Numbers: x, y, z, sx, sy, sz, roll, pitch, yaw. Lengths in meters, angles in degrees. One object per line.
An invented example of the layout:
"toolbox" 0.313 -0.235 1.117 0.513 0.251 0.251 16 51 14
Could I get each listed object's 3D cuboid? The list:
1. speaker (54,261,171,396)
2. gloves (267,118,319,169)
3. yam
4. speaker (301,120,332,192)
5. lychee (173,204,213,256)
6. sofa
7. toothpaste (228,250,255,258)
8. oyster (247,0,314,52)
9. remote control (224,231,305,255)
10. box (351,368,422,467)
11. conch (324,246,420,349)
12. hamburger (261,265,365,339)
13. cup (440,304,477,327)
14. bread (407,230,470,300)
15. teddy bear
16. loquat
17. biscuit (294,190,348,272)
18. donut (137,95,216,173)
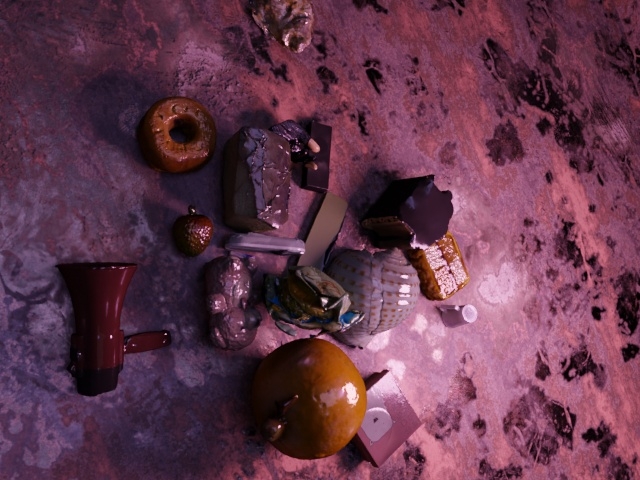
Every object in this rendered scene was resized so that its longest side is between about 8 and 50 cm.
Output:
"speaker" -0.541 0.208 1.556 0.259 0.198 0.329 -20 110 -67
"gloves" -0.079 -0.278 1.862 0.180 0.106 0.129 56 27 9
"yam" -0.179 -0.160 1.743 0.201 0.202 0.271 10 79 -27
"speaker" -0.010 -0.268 1.940 0.082 0.044 0.218 11 76 -26
"lychee" -0.355 -0.026 1.679 0.114 0.114 0.146 -1 96 -28
"sofa" 0.297 -0.076 1.996 0.182 0.200 0.258 51 62 -24
"toothpaste" -0.233 0.048 1.788 0.083 0.015 0.024 17 72 -30
"oyster" -0.113 -0.766 1.932 0.238 0.115 0.351 -14 88 -29
"remote control" -0.162 0.013 1.779 0.247 0.104 0.052 6 79 -28
"box" 0.178 0.548 1.877 0.215 0.086 0.215 -35 99 -28
"conch" 0.158 0.167 1.867 0.303 0.215 0.319 20 72 -13
"hamburger" -0.024 0.149 1.694 0.276 0.150 0.260 3 37 -35
"cup" 0.466 0.250 2.067 0.104 0.116 0.074 35 65 -10
"bread" 0.413 0.086 2.076 0.181 0.096 0.222 -25 94 -26
"teddy bear" -0.245 0.172 1.679 0.236 0.151 0.267 8 70 -60
"loquat" -0.043 0.439 1.631 0.359 0.328 0.328 -25 94 -58
"biscuit" 0.000 0.000 1.905 0.099 0.038 0.322 28 70 -18
"donut" -0.401 -0.296 1.703 0.226 0.114 0.226 5 78 -25
